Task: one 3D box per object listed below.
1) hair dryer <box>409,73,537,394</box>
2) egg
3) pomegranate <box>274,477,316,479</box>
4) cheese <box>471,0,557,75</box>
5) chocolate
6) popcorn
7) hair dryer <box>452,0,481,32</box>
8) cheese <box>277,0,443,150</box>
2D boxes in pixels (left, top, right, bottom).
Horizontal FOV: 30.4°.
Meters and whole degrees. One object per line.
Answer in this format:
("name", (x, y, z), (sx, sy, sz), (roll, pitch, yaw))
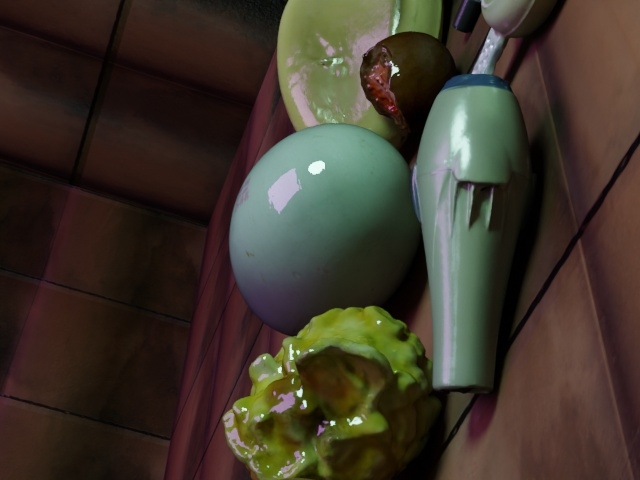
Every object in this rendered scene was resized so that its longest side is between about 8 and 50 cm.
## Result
("hair dryer", (0.137, 0.029, 1.155), (0.298, 0.119, 0.296), (94, -179, -57))
("egg", (0.000, 0.000, 1.461), (0.371, 0.230, 0.230), (115, 168, -59))
("pomegranate", (-0.010, 0.332, 1.051), (0.233, 0.233, 0.233), (-163, 90, -79))
("cheese", (0.206, -0.255, 1.255), (0.137, 0.064, 0.227), (-91, 20, -63))
("chocolate", (0.112, -0.193, 1.485), (0.127, 0.124, 0.133), (-35, 52, 22))
("popcorn", (0.010, 0.174, 1.186), (0.235, 0.181, 0.217), (-41, -10, 1))
("hair dryer", (0.188, -0.304, 1.524), (0.083, 0.026, 0.047), (-85, 16, -59))
("cheese", (0.050, -0.247, 1.657), (0.259, 0.128, 0.315), (-11, 69, 37))
